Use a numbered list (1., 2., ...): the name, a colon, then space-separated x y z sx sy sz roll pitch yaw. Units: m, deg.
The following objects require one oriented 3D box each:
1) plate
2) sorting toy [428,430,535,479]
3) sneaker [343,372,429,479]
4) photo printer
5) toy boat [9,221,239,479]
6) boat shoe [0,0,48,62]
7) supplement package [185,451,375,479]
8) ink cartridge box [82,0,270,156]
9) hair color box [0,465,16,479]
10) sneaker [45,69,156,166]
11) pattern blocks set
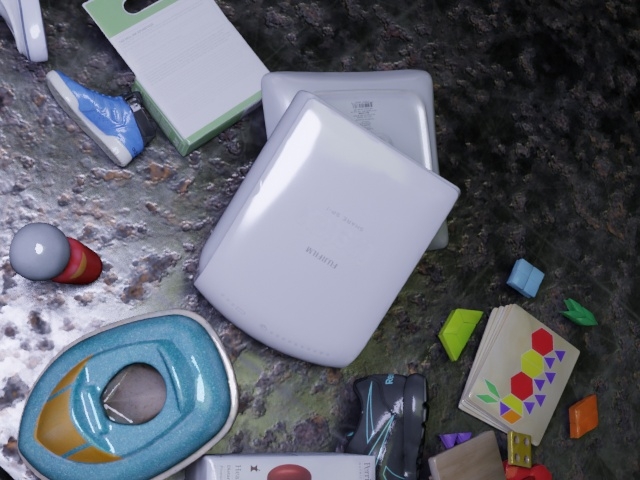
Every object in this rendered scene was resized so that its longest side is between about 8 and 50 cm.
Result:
1. plate: 0.063 -0.113 1.099 0.277 0.045 0.278 -6 90 -22
2. sorting toy: 0.199 0.335 1.018 0.274 0.046 0.132 -9 83 -42
3. sneaker: 0.085 0.308 1.013 0.106 0.101 0.267 4 80 11
4. photo printer: 0.000 0.000 0.992 0.256 0.107 0.307 32 93 -12
5. toy boat: -0.255 0.130 0.865 0.267 0.148 0.318 -29 76 3
6. boat shoe: -0.423 -0.339 0.989 0.084 0.095 0.258 -18 72 -20
7. supplement package: -0.052 0.353 0.904 0.203 0.149 0.194 4 75 -19
8. ink cartridge box: -0.194 -0.260 1.063 0.171 0.056 0.235 -39 91 -25
9. hair color box: -0.260 0.396 0.794 0.374 0.185 0.113 45 66 -4
10. sneaker: -0.284 -0.180 1.006 0.152 0.058 0.084 47 71 -8
11. pattern blocks set: 0.297 0.204 1.137 0.285 0.026 0.325 43 68 -6
